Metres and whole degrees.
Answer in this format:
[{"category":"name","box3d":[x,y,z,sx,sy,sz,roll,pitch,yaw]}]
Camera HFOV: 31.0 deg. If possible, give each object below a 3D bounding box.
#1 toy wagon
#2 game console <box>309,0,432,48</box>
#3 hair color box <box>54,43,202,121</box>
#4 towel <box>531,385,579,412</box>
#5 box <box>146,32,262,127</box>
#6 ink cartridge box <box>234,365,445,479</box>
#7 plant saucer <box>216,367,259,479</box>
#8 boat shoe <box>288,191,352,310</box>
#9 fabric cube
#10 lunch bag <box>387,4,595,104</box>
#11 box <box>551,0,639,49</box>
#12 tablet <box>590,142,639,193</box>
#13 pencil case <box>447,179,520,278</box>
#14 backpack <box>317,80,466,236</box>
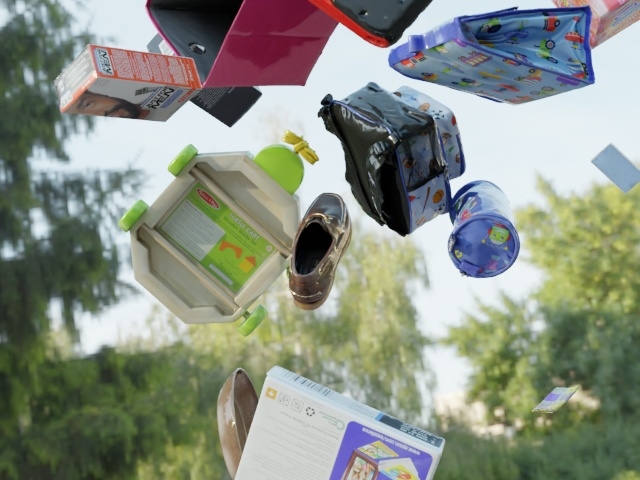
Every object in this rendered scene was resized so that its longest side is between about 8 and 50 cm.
[{"category":"toy wagon","box3d":[-0.131,-0.028,1.773,0.344,0.267,0.068,-47,5,12]},{"category":"game console","box3d":[0.083,-0.480,1.516,0.386,0.342,0.060,-50,-17,-3]},{"category":"hair color box","box3d":[-0.250,-0.203,1.510,0.167,0.053,0.093,1,-26,-44]},{"category":"towel","box3d":[0.433,0.293,2.126,0.083,0.009,0.060,-34,11,-30]},{"category":"box","box3d":[-0.243,-0.357,2.421,0.108,0.153,0.207,-44,-49,15]},{"category":"ink cartridge box","box3d":[0.008,0.269,1.253,0.206,0.208,0.045,22,17,14]},{"category":"plant saucer","box3d":[-0.112,0.284,1.664,0.036,0.199,0.198,-13,-13,7]},{"category":"boat shoe","box3d":[0.000,0.000,1.624,0.073,0.207,0.073,-1,-45,12]},{"category":"fabric cube","box3d":[-0.136,-0.464,2.202,0.258,0.254,0.259,-8,-39,-42]},{"category":"lunch bag","box3d":[0.269,-0.310,1.917,0.293,0.138,0.221,-1,-3,-27]},{"category":"box","box3d":[0.495,-0.537,2.187,0.154,0.300,0.142,-31,-17,-4]},{"category":"tablet","box3d":[0.497,-0.121,1.927,0.054,0.083,0.006,-47,-1,43]},{"category":"pencil case","box3d":[0.290,-0.019,2.086,0.133,0.119,0.306,-54,3,16]},{"category":"backpack","box3d":[0.147,-0.153,2.194,0.213,0.263,0.276,-21,34,-18]}]
